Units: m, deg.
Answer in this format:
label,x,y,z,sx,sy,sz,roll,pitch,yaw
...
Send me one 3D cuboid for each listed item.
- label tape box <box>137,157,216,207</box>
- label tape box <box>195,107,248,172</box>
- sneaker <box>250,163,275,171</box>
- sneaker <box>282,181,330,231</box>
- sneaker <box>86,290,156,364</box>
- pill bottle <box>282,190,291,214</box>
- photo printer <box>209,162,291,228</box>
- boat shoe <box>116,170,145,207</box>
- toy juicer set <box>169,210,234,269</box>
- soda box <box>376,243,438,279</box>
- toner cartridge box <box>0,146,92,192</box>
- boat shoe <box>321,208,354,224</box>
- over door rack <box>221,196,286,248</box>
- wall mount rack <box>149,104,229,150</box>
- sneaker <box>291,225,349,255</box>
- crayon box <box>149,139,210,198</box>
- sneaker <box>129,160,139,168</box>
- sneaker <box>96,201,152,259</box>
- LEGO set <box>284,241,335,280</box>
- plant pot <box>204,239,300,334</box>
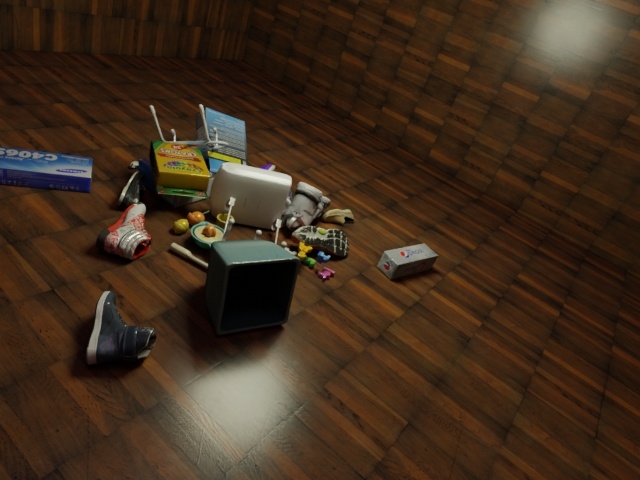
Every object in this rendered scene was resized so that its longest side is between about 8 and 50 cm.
label,x,y,z,sx,sy,sz,roll,pitch,yaw
label tape box,-0.586,-0.287,2.028,0.249,0.115,0.347,33,34,20
label tape box,-0.486,-0.456,2.268,0.240,0.106,0.334,9,70,-47
sneaker,-0.322,-0.325,2.245,0.146,0.102,0.293,25,30,-2
sneaker,-0.069,-0.131,2.067,0.137,0.210,0.366,27,0,10
sneaker,-0.531,0.233,1.250,0.163,0.086,0.226,-1,45,-14
pill bottle,-0.181,-0.199,2.148,0.094,0.094,0.169,13,32,-12
photo printer,-0.298,-0.184,1.896,0.307,0.256,0.107,11,35,-17
boat shoe,-0.743,-0.199,1.835,0.079,0.084,0.233,22,31,-19
toy juicer set,-0.457,-0.029,1.720,0.209,0.090,0.329,17,31,-7
soda box,0.390,0.091,2.036,0.286,0.091,0.098,-9,43,-40
toner cartridge box,-1.068,-0.271,1.750,0.347,0.075,0.165,4,36,-27
boat shoe,0.092,-0.109,2.206,0.190,0.068,0.072,-10,58,-38
over door rack,-0.255,-0.029,1.743,0.239,0.108,0.324,25,35,-24
wall mount rack,-0.584,-0.475,1.991,0.350,0.131,0.304,-2,-4,-1
sneaker,0.000,0.000,1.942,0.279,0.118,0.107,19,71,-32
crayon box,-0.572,-0.292,1.859,0.202,0.081,0.318,2,36,-30
sneaker,-0.809,-0.334,2.045,0.037,0.032,0.083,37,35,26
sneaker,-0.647,-0.031,1.613,0.145,0.090,0.270,22,34,-1
LEGO set,-0.052,0.076,1.800,0.227,0.087,0.093,25,31,10
plant pot,-0.251,0.118,1.484,0.247,0.247,0.252,-3,27,-34
